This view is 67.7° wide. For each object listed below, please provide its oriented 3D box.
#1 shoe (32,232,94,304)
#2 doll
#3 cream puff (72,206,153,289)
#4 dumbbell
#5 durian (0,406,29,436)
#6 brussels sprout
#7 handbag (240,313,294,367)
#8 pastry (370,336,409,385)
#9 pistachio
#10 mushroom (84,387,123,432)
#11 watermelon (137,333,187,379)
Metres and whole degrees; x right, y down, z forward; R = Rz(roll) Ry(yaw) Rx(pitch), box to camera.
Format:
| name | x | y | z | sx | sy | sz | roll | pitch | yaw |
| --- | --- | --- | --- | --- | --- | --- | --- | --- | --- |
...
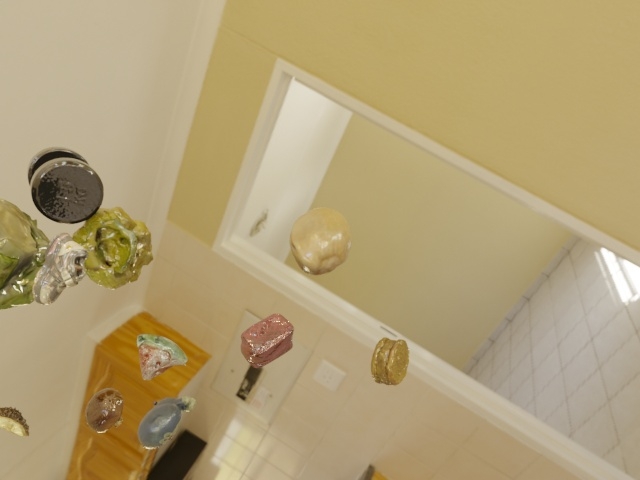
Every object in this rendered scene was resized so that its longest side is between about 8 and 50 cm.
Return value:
| name | x | y | z | sx | sy | sz | roll | pitch | yaw |
| --- | --- | --- | --- | --- | --- | --- | --- | --- | --- |
| shoe | -0.619 | 0.076 | 1.160 | 0.089 | 0.092 | 0.180 | 108 | 180 | -85 |
| doll | -0.600 | 0.699 | 1.844 | 0.228 | 0.154 | 0.258 | -48 | 8 | -5 |
| cream puff | -0.684 | 0.023 | 1.596 | 0.281 | 0.185 | 0.282 | 2 | -93 | -47 |
| dumbbell | -0.846 | -0.189 | 1.576 | 0.203 | 0.322 | 0.204 | -12 | -67 | -30 |
| durian | -0.901 | 0.527 | 1.387 | 0.066 | 0.130 | 0.052 | -58 | 17 | -13 |
| brussels sprout | -1.035 | 0.052 | 1.371 | 0.360 | 0.343 | 0.425 | -30 | -29 | 0 |
| handbag | -0.218 | 0.413 | 1.969 | 0.225 | 0.146 | 0.136 | -29 | -36 | -30 |
| pastry | 0.275 | 0.474 | 1.880 | 0.188 | 0.103 | 0.189 | -10 | -79 | -57 |
| pistachio | 0.000 | 0.000 | 1.387 | 0.293 | 0.181 | 0.162 | -69 | 5 | -59 |
| mushroom | -0.633 | 0.497 | 1.403 | 0.127 | 0.127 | 0.087 | -58 | -33 | -6 |
| watermelon | -0.498 | 0.373 | 1.482 | 0.071 | 0.187 | 0.139 | -5 | 56 | 53 |
